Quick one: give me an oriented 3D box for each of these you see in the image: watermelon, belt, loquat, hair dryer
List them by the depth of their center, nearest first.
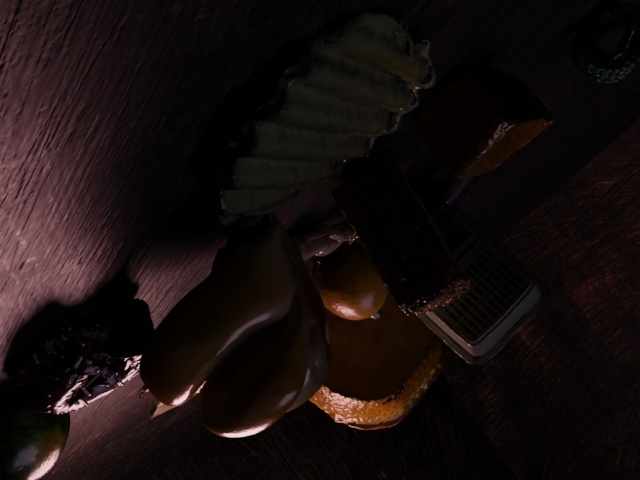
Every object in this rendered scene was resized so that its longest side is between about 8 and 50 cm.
[{"bbox_3d":[-0.492,0.334,1.695,0.204,0.127,0.232,-29,170,-25],"label":"watermelon"},{"bbox_3d":[0.515,-0.354,1.836,0.151,0.121,0.079,-45,166,-12],"label":"belt"},{"bbox_3d":[0.066,0.091,2.170,0.149,0.205,0.172,-44,-149,-18],"label":"loquat"},{"bbox_3d":[0.311,-0.139,2.207,0.361,0.121,0.301,-50,171,34],"label":"hair dryer"}]

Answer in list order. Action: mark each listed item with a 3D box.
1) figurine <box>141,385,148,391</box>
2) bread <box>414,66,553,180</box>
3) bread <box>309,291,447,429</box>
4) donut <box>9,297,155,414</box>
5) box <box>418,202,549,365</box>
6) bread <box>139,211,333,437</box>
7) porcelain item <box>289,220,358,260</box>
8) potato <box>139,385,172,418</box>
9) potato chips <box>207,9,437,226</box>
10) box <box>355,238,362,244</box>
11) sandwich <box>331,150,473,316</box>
[{"bbox_3d":[-0.343,0.291,2.158,0.064,0.047,0.109,-38,180,-28],"label":"figurine"},{"bbox_3d":[0.256,-0.193,1.671,0.158,0.149,0.143,-21,159,-51],"label":"bread"},{"bbox_3d":[0.109,0.236,2.473,0.398,0.398,0.215,-33,161,-13],"label":"bread"},{"bbox_3d":[-0.350,0.184,1.564,0.216,0.096,0.230,-40,168,22],"label":"donut"},{"bbox_3d":[0.279,0.083,2.051,0.220,0.290,0.166,-44,157,-3],"label":"box"},{"bbox_3d":[-0.088,0.125,1.539,0.329,0.245,0.424,-61,175,-1],"label":"bread"},{"bbox_3d":[0.000,0.000,1.939,0.084,0.054,0.213,-41,167,37],"label":"porcelain item"},{"bbox_3d":[-0.348,0.338,2.295,0.086,0.061,0.122,-27,165,-28],"label":"potato"},{"bbox_3d":[-0.008,-0.140,1.331,0.358,0.070,0.429,-42,169,16],"label":"potato chips"},{"bbox_3d":[0.104,0.010,2.292,0.129,0.051,0.130,-42,168,29],"label":"box"},{"bbox_3d":[0.148,0.001,1.851,0.131,0.262,0.325,-33,169,8],"label":"sandwich"}]
